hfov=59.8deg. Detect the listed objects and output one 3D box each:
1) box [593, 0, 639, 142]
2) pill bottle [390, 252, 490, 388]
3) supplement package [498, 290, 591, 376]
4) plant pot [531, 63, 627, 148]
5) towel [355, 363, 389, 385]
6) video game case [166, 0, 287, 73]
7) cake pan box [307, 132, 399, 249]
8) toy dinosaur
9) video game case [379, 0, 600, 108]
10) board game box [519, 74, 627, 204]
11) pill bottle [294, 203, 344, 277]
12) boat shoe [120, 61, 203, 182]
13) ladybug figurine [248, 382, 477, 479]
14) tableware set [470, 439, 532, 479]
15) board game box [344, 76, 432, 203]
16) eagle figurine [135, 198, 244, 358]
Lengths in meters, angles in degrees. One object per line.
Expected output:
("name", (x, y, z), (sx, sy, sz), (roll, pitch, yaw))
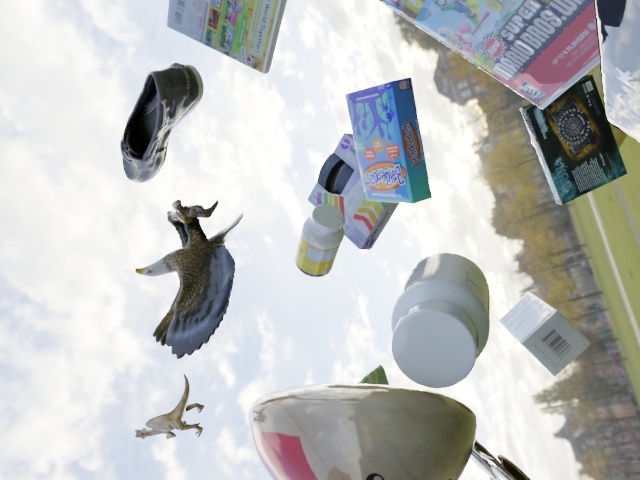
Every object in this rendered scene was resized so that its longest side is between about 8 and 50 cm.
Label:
("box", (0.443, -0.149, 0.309), (0.480, 0.297, 0.472), (48, -170, 32))
("pill bottle", (0.167, 0.106, 0.770), (0.131, 0.131, 0.229), (68, -160, -6))
("supplement package", (0.485, 0.199, 1.222), (0.105, 0.105, 0.179), (44, -172, -3))
("plant pot", (0.558, -0.294, 1.157), (0.254, 0.254, 0.239), (10, -80, -64))
("towel", (0.125, 0.451, 1.310), (0.325, 0.038, 0.248), (-5, -99, -67))
("video game case", (-0.151, -0.420, 0.918), (0.206, 0.227, 0.026), (28, -139, 7))
("cake pan box", (0.106, -0.146, 1.615), (0.070, 0.246, 0.267), (1, -141, -51))
("toy dinosaur", (-0.238, 0.294, 0.919), (0.092, 0.183, 0.053), (20, -144, -41))
("video game case", (0.218, -0.293, 0.686), (0.285, 0.204, 0.025), (33, -108, -1))
("board game box", (0.437, -0.171, 0.961), (0.186, 0.126, 0.026), (63, -176, -13))
("pill bottle", (0.000, 0.000, 1.345), (0.184, 0.103, 0.103), (106, 169, -49))
("boat shoe", (-0.347, -0.225, 1.103), (0.095, 0.335, 0.112), (-18, -107, -46))
("ladybug figurine", (0.046, 0.304, 0.818), (0.305, 0.449, 0.162), (9, -109, -15))
("tableware set", (0.281, 0.347, 0.862), (0.128, 0.039, 0.194), (47, 170, -2))
("board game box", (0.121, -0.175, 1.011), (0.047, 0.160, 0.210), (-19, -77, -24))
("eagle figurine", (-0.270, 0.075, 1.161), (0.226, 0.225, 0.298), (-8, -93, -69))
